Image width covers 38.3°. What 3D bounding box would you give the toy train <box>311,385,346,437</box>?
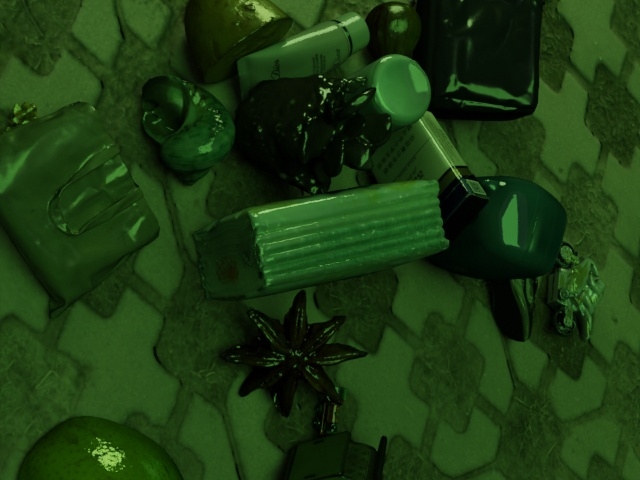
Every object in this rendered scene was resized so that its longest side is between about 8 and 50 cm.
[{"bbox_3d":[0.019,0.331,1.787,0.044,0.064,0.103,15,77,-27],"label":"toy train"}]

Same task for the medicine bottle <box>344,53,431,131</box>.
[{"bbox_3d":[0.104,-0.272,1.814,0.139,0.225,0.139,4,81,-27],"label":"medicine bottle"}]

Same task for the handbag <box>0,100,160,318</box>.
[{"bbox_3d":[-0.430,-0.063,1.560,0.253,0.109,0.316,-40,120,-29],"label":"handbag"}]

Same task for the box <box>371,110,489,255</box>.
[{"bbox_3d":[0.207,-0.118,1.815,0.071,0.168,0.259,9,42,-41],"label":"box"}]

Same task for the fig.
[{"bbox_3d":[0.147,-0.379,1.930,0.124,0.124,0.236,-6,106,-28],"label":"fig"}]

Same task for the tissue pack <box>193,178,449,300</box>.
[{"bbox_3d":[0.000,0.000,1.692,0.388,0.287,0.162,-11,88,-28],"label":"tissue pack"}]

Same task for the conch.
[{"bbox_3d":[-0.242,-0.200,1.685,0.175,0.122,0.188,2,82,2],"label":"conch"}]

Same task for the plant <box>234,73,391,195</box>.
[{"bbox_3d":[-0.011,-0.196,1.705,0.199,0.276,0.188,-60,142,-22],"label":"plant"}]

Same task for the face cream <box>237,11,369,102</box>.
[{"bbox_3d":[-0.039,-0.360,1.826,0.314,0.089,0.143,-32,142,-26],"label":"face cream"}]

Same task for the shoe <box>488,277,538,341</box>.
[{"bbox_3d":[0.434,0.104,2.021,0.112,0.099,0.228,-16,91,-36],"label":"shoe"}]

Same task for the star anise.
[{"bbox_3d":[-0.049,0.206,1.730,0.272,0.102,0.272,-2,112,-6],"label":"star anise"}]

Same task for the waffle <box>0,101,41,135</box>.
[{"bbox_3d":[-0.557,-0.161,1.552,0.194,0.051,0.149,-1,87,-28],"label":"waffle"}]

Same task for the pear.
[{"bbox_3d":[-0.373,0.409,1.543,0.288,0.139,0.239,-32,91,-28],"label":"pear"}]

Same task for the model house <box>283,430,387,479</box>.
[{"bbox_3d":[-0.024,0.466,1.727,0.278,0.218,0.205,12,120,5],"label":"model house"}]

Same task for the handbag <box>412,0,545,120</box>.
[{"bbox_3d":[0.335,-0.400,1.982,0.275,0.178,0.302,6,79,-12],"label":"handbag"}]

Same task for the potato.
[{"bbox_3d":[-0.179,-0.406,1.726,0.203,0.178,0.158,-41,86,-1],"label":"potato"}]

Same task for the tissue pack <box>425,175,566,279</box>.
[{"bbox_3d":[0.328,-0.028,1.865,0.206,0.287,0.198,22,78,-29],"label":"tissue pack"}]

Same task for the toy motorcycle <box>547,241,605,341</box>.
[{"bbox_3d":[0.587,0.116,2.108,0.151,0.074,0.229,10,70,-21],"label":"toy motorcycle"}]
